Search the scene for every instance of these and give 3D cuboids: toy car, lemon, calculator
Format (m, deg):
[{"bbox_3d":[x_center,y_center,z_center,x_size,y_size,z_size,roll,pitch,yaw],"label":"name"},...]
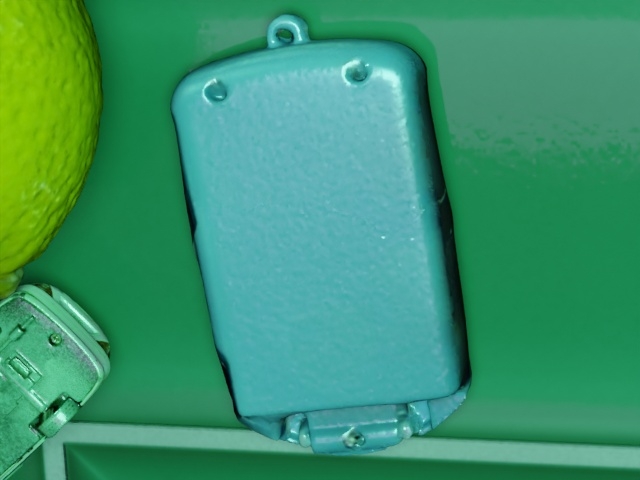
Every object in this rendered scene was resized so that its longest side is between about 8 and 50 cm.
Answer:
[{"bbox_3d":[-0.232,0.117,1.159,0.090,0.076,0.224,45,117,-6],"label":"toy car"},{"bbox_3d":[-0.253,-0.097,1.008,0.267,0.267,0.267,3,108,10],"label":"lemon"},{"bbox_3d":[0.000,0.000,1.091,0.173,0.051,0.293,-6,105,14],"label":"calculator"}]
